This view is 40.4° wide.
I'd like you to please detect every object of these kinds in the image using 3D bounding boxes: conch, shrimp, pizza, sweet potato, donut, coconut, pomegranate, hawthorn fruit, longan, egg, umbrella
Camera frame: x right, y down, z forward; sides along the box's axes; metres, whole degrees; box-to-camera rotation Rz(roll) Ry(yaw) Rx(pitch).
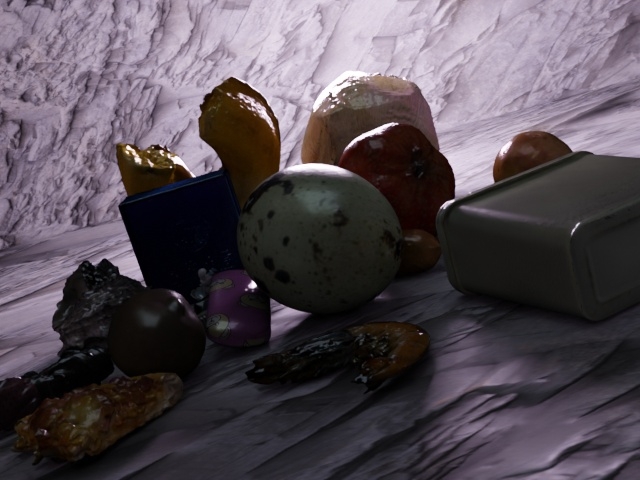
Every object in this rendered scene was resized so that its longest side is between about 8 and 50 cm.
[{"bbox_3d":[-0.478,0.166,1.873,0.241,0.186,0.313,-40,36,-26],"label":"conch"},{"bbox_3d":[0.028,0.186,1.313,0.291,0.054,0.222,-13,12,-2],"label":"shrimp"},{"bbox_3d":[-0.367,0.277,1.372,0.290,0.081,0.228,-15,12,1],"label":"pizza"},{"bbox_3d":[0.135,0.023,1.806,0.097,0.097,0.292,-25,16,-35],"label":"sweet potato"},{"bbox_3d":[-0.272,-0.165,2.168,0.435,0.377,0.163,-36,33,12],"label":"donut"},{"bbox_3d":[0.137,-0.249,2.373,0.405,0.404,0.404,-16,12,4],"label":"coconut"},{"bbox_3d":[0.478,-0.151,1.920,0.191,0.191,0.191,-16,12,4],"label":"pomegranate"},{"bbox_3d":[0.149,-0.102,1.993,0.287,0.287,0.330,-25,-9,-33],"label":"hawthorn fruit"},{"bbox_3d":[-0.291,0.172,1.541,0.189,0.189,0.189,-16,12,4],"label":"longan"},{"bbox_3d":[0.000,0.000,1.651,0.288,0.287,0.379,-24,29,-29],"label":"egg"},{"bbox_3d":[-0.527,0.279,1.564,0.326,0.094,0.090,-24,0,-32],"label":"umbrella"}]

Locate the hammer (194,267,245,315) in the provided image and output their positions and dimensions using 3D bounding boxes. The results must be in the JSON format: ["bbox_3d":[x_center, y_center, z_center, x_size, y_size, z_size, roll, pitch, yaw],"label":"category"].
[{"bbox_3d":[-0.181,0.083,1.948,0.037,0.137,0.290,-15,19,47],"label":"hammer"}]

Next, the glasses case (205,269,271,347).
[{"bbox_3d":[-0.160,0.128,1.706,0.123,0.075,0.316,2,18,-5],"label":"glasses case"}]

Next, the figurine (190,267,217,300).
[{"bbox_3d":[-0.245,0.099,1.980,0.082,0.086,0.094,31,32,22],"label":"figurine"}]

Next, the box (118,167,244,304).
[{"bbox_3d":[-0.304,0.001,2.057,0.262,0.278,0.116,-17,14,0],"label":"box"}]

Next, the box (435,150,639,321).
[{"bbox_3d":[0.430,-0.019,1.422,0.352,0.177,0.344,-21,14,-21],"label":"box"}]

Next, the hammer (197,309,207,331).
[{"bbox_3d":[-0.257,0.176,1.773,0.159,0.041,0.227,-3,18,47],"label":"hammer"}]
